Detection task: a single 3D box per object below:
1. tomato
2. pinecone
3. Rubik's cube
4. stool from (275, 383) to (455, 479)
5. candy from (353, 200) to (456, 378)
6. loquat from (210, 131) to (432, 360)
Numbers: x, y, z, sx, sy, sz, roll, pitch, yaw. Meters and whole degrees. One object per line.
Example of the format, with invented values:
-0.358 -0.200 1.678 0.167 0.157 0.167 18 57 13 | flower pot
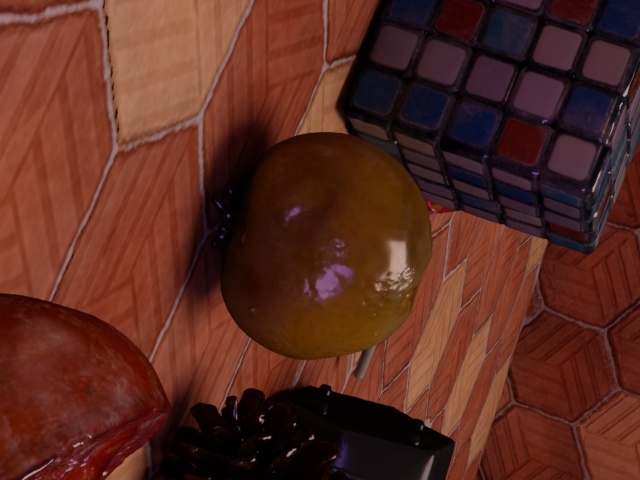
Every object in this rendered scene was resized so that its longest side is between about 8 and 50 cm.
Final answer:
-0.206 0.108 0.877 0.200 0.139 0.233 -39 174 28 | tomato
-0.067 0.239 1.471 0.208 0.208 0.207 20 90 -75 | pinecone
0.222 -0.184 1.735 0.292 0.293 0.286 48 63 -71 | Rubik's cube
0.039 0.264 1.811 0.232 0.232 0.141 0 107 -74 | stool
0.114 0.014 1.969 0.365 0.124 0.124 -70 165 14 | candy
-0.001 0.004 1.401 0.213 0.213 0.213 20 90 -75 | loquat
